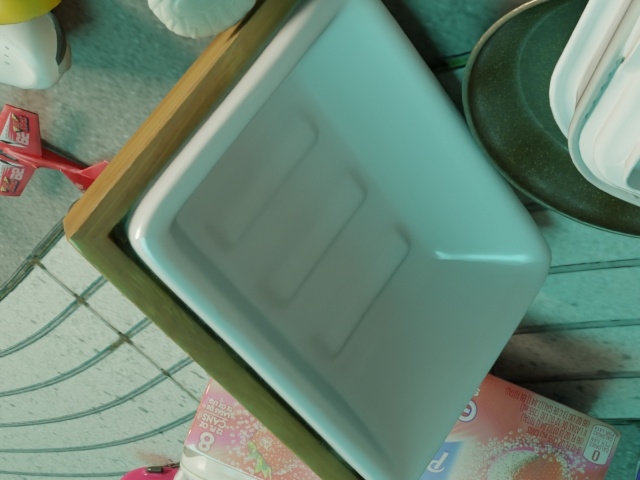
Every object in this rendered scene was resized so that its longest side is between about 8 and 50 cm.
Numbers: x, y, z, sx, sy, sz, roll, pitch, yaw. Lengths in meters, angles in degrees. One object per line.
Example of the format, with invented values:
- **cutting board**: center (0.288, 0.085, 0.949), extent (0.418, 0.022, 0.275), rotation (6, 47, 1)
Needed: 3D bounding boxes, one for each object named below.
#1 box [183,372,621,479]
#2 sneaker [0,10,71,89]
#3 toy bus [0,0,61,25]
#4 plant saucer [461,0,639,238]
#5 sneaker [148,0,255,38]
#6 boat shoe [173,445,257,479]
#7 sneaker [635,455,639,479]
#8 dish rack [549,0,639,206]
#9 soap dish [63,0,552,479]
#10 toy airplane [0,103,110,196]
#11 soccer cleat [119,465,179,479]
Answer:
- **box**: center (0.062, 0.153, 0.910), extent (0.300, 0.142, 0.154), rotation (22, 174, 3)
- **sneaker**: center (-0.312, -0.149, 0.779), extent (0.297, 0.129, 0.111), rotation (17, 146, 10)
- **toy bus**: center (-0.211, -0.214, 0.637), extent (0.202, 0.104, 0.191), rotation (28, 148, -5)
- **plant saucer**: center (0.179, -0.075, 0.640), extent (0.198, 0.036, 0.198), rotation (18, 148, 12)
- **sneaker**: center (-0.044, -0.206, 0.566), extent (0.085, 0.086, 0.237), rotation (-2, 145, -27)
- **boat shoe**: center (0.014, 0.271, 0.998), extent (0.320, 0.103, 0.118), rotation (23, -175, 7)
- **sneaker**: center (0.302, 0.210, 0.912), extent (0.095, 0.104, 0.236), rotation (17, 149, 10)
- **dish rack**: center (0.288, -0.064, 0.503), extent (0.333, 0.072, 0.285), rotation (22, 141, 1)
- **soap dish**: center (0.000, 0.000, 0.711), extent (0.118, 0.229, 0.291), rotation (13, 151, 50)
- **toy airplane**: center (-0.225, -0.066, 0.936), extent (0.151, 0.028, 0.151), rotation (18, 149, 11)
- **soccer cleat**: center (-0.105, 0.386, 1.438), extent (0.331, 0.116, 0.143), rotation (17, 147, 12)
